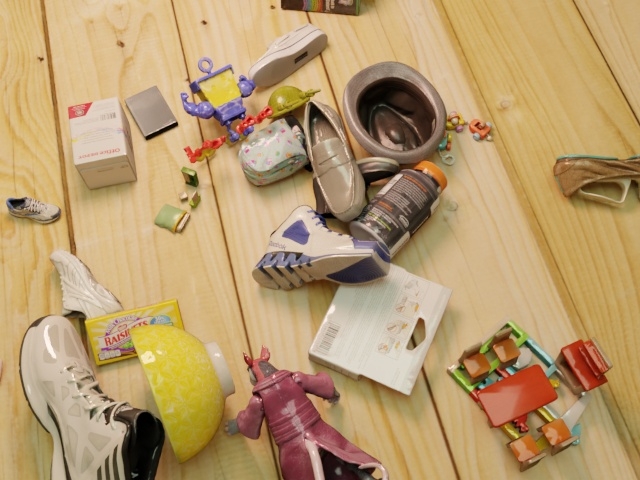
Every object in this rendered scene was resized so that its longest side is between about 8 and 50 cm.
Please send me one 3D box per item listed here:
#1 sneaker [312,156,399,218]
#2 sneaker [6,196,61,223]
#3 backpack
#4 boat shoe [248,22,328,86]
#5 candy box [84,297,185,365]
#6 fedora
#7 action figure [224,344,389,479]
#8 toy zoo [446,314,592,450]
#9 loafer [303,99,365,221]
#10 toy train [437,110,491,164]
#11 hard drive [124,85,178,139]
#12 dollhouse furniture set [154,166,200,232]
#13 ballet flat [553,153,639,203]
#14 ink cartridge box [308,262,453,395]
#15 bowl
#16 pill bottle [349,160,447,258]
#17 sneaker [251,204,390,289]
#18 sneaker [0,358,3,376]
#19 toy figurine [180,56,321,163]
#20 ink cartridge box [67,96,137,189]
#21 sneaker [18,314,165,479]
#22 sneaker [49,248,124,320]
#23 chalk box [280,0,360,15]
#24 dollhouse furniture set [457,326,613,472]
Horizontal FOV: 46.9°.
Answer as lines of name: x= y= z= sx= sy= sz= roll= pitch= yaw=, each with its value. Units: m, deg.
sneaker: x=0.088 y=-0.121 z=1.768 sx=0.222 sy=0.083 sz=0.118 roll=-12 pitch=69 yaw=25
sneaker: x=-0.699 y=-0.077 z=1.790 sx=0.135 sy=0.058 sz=0.052 roll=5 pitch=65 yaw=3
backpack: x=-0.115 y=-0.218 z=1.815 sx=0.182 sy=0.115 sz=0.152 roll=-30 pitch=70 yaw=-10
boat shoe: x=-0.100 y=-0.497 z=1.969 sx=0.258 sy=0.095 sz=0.084 roll=-34 pitch=64 yaw=-25
candy box: x=-0.408 y=0.203 z=1.641 sx=0.205 sy=0.027 sz=0.105 roll=-14 pitch=96 yaw=-5
fedora: x=0.182 y=-0.295 z=1.839 sx=0.243 sy=0.124 sz=0.275 roll=-33 pitch=73 yaw=-12
action figure: x=-0.058 y=0.375 z=1.458 sx=0.248 sy=0.276 sz=0.370 roll=-33 pitch=82 yaw=-7
toy zoo: x=0.442 y=0.326 z=1.589 sx=0.192 sy=0.030 sz=0.293 roll=-37 pitch=69 yaw=-15
loafer: x=0.021 y=-0.188 z=1.709 sx=0.112 sy=0.111 sz=0.320 roll=-28 pitch=56 yaw=18
toy train: x=0.352 y=-0.272 z=1.868 sx=0.166 sy=0.046 sz=0.125 roll=-39 pitch=69 yaw=-16
hard drive: x=-0.441 y=-0.334 z=1.927 sx=0.094 sy=0.022 sz=0.135 roll=-28 pitch=67 yaw=-12
dollhouse furniture set: x=-0.343 y=-0.099 z=1.792 sx=0.076 sy=0.059 sz=0.152 roll=21 pitch=67 yaw=11
ballet flat: x=0.736 y=-0.152 z=1.778 sx=0.342 sy=0.116 sz=0.124 roll=-4 pitch=85 yaw=0
ink cartridge box: x=0.135 y=0.185 z=1.647 sx=0.238 sy=0.060 sz=0.275 roll=23 pitch=66 yaw=10
bowl: x=-0.264 y=0.285 z=1.488 sx=0.156 sy=0.289 sz=0.290 roll=-20 pitch=66 yaw=-15
pill bottle: x=0.191 y=-0.078 z=1.731 sx=0.130 sy=0.130 sz=0.246 roll=39 pitch=71 yaw=18
sneaker: x=-0.001 y=0.000 z=1.672 sx=0.315 sy=0.127 sz=0.182 roll=-6 pitch=56 yaw=24
sneaker: x=-0.766 y=0.277 z=1.628 sx=0.134 sy=0.051 sz=0.070 roll=7 pitch=63 yaw=1
toy figurine: x=-0.209 y=-0.369 z=1.806 sx=0.362 sy=0.191 sz=0.217 roll=-31 pitch=94 yaw=-19
ink cartridge box: x=-0.537 y=-0.238 z=1.824 sx=0.128 sy=0.127 sz=0.176 roll=-12 pitch=64 yaw=-5
sneaker: x=-0.434 y=0.326 z=1.478 sx=0.257 sy=0.169 sz=0.448 roll=-29 pitch=72 yaw=25
sneaker: x=-0.559 y=0.116 z=1.680 sx=0.115 sy=0.090 sz=0.232 roll=-43 pitch=70 yaw=-14
chalk box: x=0.039 y=-0.751 z=2.032 sx=0.288 sy=0.180 sz=0.179 roll=5 pitch=65 yaw=2
dollhouse furniture set: x=0.448 y=0.295 z=1.510 sx=0.259 sy=0.135 sz=0.262 roll=-23 pitch=66 yaw=-9
